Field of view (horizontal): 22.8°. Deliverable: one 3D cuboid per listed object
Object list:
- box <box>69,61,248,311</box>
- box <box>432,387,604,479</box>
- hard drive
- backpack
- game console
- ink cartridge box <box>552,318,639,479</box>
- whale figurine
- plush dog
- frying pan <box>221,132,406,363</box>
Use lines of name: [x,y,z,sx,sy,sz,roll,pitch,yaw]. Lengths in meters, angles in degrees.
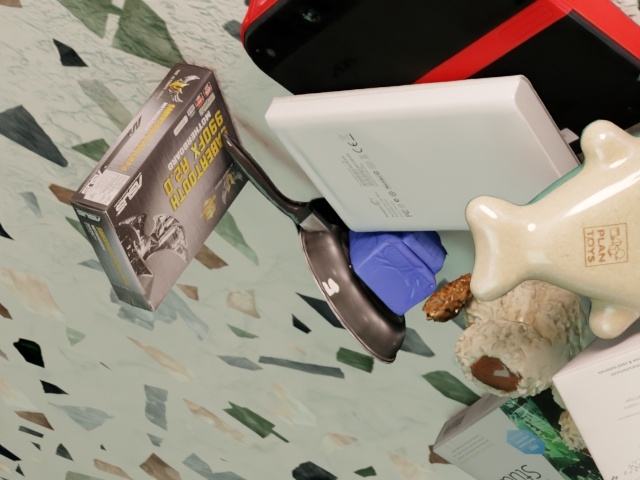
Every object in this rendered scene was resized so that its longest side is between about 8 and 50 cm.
box: [-0.179,-0.062,1.835,0.056,0.231,0.183,16,145,29]
box: [0.334,0.312,2.099,0.322,0.058,0.232,32,149,-6]
hard drive: [0.116,-0.083,1.657,0.307,0.040,0.203,-1,142,38]
backpack: [0.090,0.015,1.836,0.101,0.120,0.098,-35,112,9]
game console: [0.125,-0.188,1.581,0.342,0.060,0.386,34,150,-17]
ink cartridge box: [0.380,0.184,1.576,0.168,0.171,0.233,-26,93,38]
whale figurine: [0.265,-0.014,1.537,0.141,0.272,0.216,-125,27,-72]
plush dog: [0.247,0.097,1.782,0.262,0.211,0.225,34,171,-33]
frying pan: [0.010,0.002,1.906,0.053,0.197,0.326,-33,80,15]
